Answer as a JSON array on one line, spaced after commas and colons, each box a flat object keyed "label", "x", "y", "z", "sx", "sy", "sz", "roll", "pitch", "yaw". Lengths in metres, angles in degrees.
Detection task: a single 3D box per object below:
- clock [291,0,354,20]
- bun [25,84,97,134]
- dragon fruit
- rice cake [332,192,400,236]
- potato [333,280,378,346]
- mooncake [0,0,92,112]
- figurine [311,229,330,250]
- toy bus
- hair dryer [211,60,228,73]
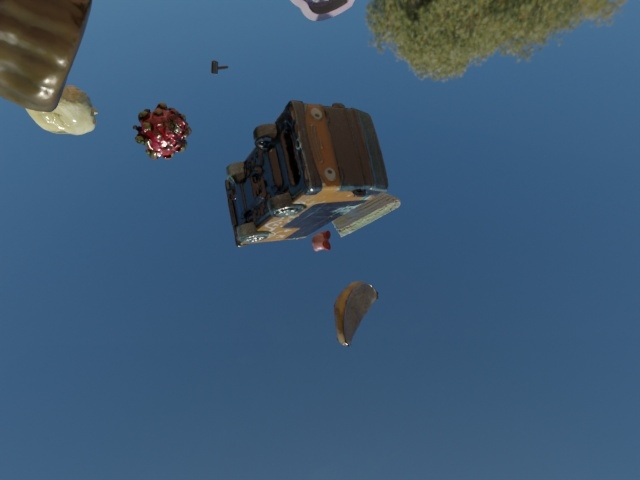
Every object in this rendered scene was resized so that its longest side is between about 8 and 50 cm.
[{"label": "clock", "x": 0.028, "y": -0.835, "z": 1.206, "sx": 0.339, "sy": 0.338, "sz": 0.102, "roll": -26, "pitch": -109, "yaw": -11}, {"label": "bun", "x": -0.858, "y": -0.449, "z": 1.368, "sx": 0.230, "sy": 0.229, "sz": 0.145, "roll": 14, "pitch": -122, "yaw": 15}, {"label": "dragon fruit", "x": -0.636, "y": -0.421, "z": 1.671, "sx": 0.218, "sy": 0.272, "sz": 0.198, "roll": -34, "pitch": -115, "yaw": -26}, {"label": "rice cake", "x": 0.130, "y": -0.087, "z": 1.254, "sx": 0.198, "sy": 0.037, "sz": 0.189, "roll": -30, "pitch": -163, "yaw": 0}, {"label": "potato", "x": 0.096, "y": 0.239, "z": 1.455, "sx": 0.098, "sy": 0.138, "sz": 0.243, "roll": -1, "pitch": -139, "yaw": 43}, {"label": "mooncake", "x": -0.606, "y": -0.425, "z": 0.861, "sx": 0.161, "sy": 0.290, "sz": 0.290, "roll": 19, "pitch": -134, "yaw": -36}, {"label": "figurine", "x": 0.000, "y": 0.000, "z": 1.586, "sx": 0.071, "sy": 0.067, "sz": 0.083, "roll": -13, "pitch": -125, "yaw": 43}, {"label": "toy bus", "x": -0.042, "y": -0.105, "z": 0.756, "sx": 0.194, "sy": 0.323, "sz": 0.161, "roll": -5, "pitch": -103, "yaw": -32}, {"label": "hair dryer", "x": -0.393, "y": -0.682, "z": 1.611, "sx": 0.026, "sy": 0.047, "sz": 0.083, "roll": 31, "pitch": -144, "yaw": 23}]
